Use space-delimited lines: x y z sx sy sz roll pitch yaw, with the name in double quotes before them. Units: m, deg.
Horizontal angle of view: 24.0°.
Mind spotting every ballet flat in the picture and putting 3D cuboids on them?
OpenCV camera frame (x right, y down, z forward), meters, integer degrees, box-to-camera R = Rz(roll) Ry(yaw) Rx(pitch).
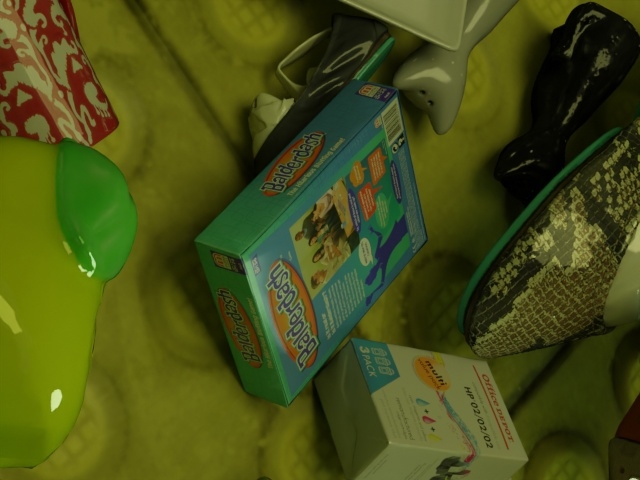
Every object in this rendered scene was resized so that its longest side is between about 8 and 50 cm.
"ballet flat" -0.015 -0.108 1.213 0.074 0.074 0.203 43 64 -21
"ballet flat" 0.312 -0.050 1.311 0.483 0.182 0.164 -47 152 -34

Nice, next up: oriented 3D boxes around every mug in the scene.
"mug" -0.207 -0.141 1.046 0.150 0.113 0.169 -37 106 -34

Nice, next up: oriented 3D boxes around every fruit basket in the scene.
"fruit basket" -0.239 0.113 0.800 0.392 0.392 0.283 -22 93 -38

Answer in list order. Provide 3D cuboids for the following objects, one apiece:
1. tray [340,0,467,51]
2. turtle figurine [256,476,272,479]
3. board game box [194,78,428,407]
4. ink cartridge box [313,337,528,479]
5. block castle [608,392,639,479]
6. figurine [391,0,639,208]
"tray" 0.004 -0.260 1.246 0.270 0.030 0.145 22 61 -19
"turtle figurine" 0.034 0.272 1.139 0.217 0.087 0.269 23 63 -30
"board game box" 0.000 0.000 1.161 0.210 0.047 0.160 -48 140 -35
"ink cartridge box" 0.095 0.146 1.209 0.181 0.061 0.104 12 42 -35
"block castle" 0.457 0.207 1.331 0.453 0.213 0.303 -49 120 -23
"figurine" 0.168 -0.153 1.347 0.215 0.092 0.209 38 64 -23
